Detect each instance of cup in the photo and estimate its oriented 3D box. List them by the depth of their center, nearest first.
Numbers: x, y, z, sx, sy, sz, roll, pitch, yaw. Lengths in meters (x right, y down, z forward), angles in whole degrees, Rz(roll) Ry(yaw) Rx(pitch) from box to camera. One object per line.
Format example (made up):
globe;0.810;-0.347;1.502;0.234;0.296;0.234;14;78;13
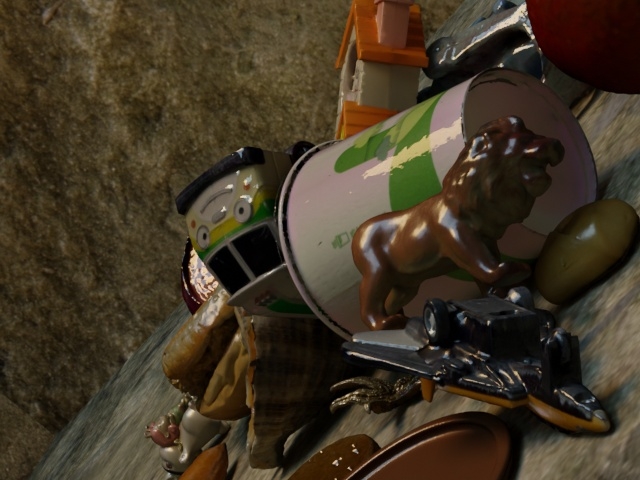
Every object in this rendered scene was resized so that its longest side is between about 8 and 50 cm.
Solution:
cup;0.129;-0.037;1.683;0.274;0.253;0.253;-30;20;46

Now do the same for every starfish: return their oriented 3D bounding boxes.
starfish;0.084;0.153;1.707;0.130;0.041;0.133;-32;18;-26

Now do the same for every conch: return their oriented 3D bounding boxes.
conch;-0.021;0.130;1.987;0.210;0.159;0.291;128;140;-74

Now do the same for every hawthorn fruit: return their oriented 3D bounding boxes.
hawthorn fruit;0.332;-0.283;1.543;0.311;0.295;0.295;-50;8;7

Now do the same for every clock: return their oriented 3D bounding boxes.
clock;0.064;-0.183;2.095;0.220;0.106;0.255;-174;90;-80

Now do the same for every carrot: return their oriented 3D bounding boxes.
carrot;-0.164;0.327;2.153;0.072;0.072;0.205;-45;7;31

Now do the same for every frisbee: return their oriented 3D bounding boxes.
frisbee;0.058;0.233;1.350;0.251;0.021;0.251;-35;14;10

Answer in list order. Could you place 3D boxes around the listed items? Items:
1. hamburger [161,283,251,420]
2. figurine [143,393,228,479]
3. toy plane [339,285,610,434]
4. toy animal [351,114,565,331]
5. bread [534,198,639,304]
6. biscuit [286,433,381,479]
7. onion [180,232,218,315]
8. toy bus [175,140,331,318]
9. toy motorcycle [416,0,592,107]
hamburger;-0.094;0.118;2.276;0.319;0.158;0.318;-55;-4;-6
figurine;-0.217;0.303;2.455;0.146;0.098;0.081;-51;-12;13
toy plane;0.154;0.095;1.324;0.204;0.103;0.316;-9;4;-17
toy animal;0.114;-0.002;1.517;0.097;0.158;0.312;6;-25;-43
bread;0.235;0.005;1.473;0.115;0.056;0.082;-41;11;49
biscuit;-0.075;0.359;1.498;0.432;0.064;0.283;-48;18;-18
onion;-0.093;0.048;2.565;0.256;0.272;0.230;-44;-18;-4
toy bus;0.000;0.000;1.856;0.305;0.179;0.143;6;-28;-43
toy motorcycle;0.202;-0.179;2.058;0.319;0.182;0.241;-46;9;34
